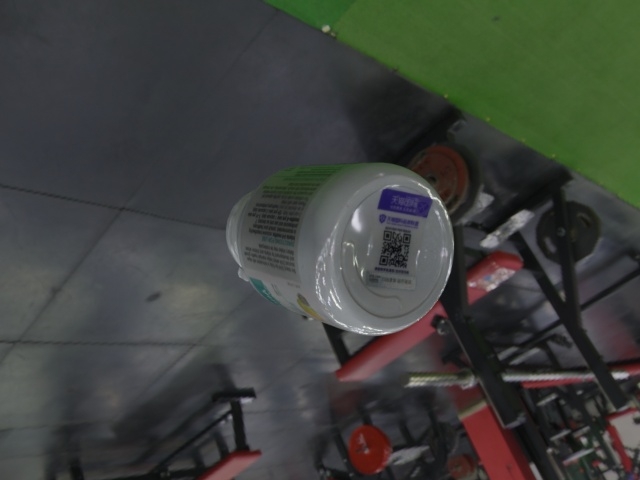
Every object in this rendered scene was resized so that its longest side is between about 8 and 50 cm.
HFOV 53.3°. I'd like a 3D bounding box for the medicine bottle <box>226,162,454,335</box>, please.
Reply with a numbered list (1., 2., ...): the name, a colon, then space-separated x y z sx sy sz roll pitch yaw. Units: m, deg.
1. medicine bottle: 0.000 0.000 0.563 0.135 0.135 0.215 -3 -174 -32
